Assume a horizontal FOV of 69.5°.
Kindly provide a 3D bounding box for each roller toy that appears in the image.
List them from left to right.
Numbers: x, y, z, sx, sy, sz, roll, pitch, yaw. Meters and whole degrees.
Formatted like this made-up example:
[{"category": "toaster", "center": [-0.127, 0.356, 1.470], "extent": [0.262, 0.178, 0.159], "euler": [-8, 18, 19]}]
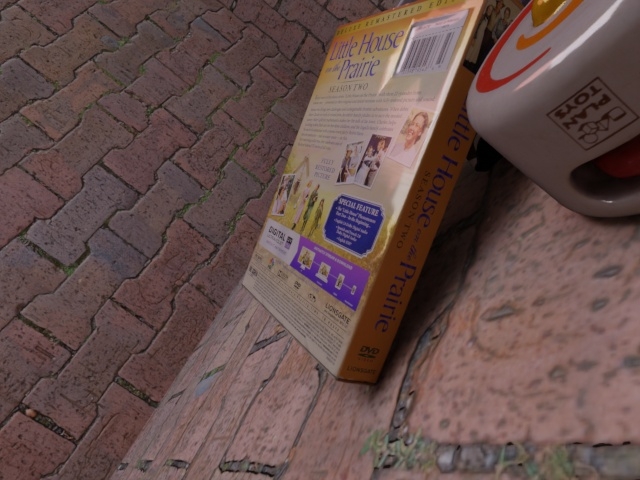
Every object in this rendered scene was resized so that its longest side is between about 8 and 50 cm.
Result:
[{"category": "roller toy", "center": [0.209, -0.127, 0.325], "extent": [0.191, 0.146, 0.209], "euler": [-52, 11, 9]}]

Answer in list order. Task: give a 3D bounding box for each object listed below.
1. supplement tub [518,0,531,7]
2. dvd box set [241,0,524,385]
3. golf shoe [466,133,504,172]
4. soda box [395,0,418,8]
[{"category": "supplement tub", "center": [0.326, -0.335, 0.613], "extent": [0.106, 0.106, 0.198], "euler": [-57, 11, -17]}, {"category": "dvd box set", "center": [0.041, -0.082, 0.589], "extent": [0.307, 0.062, 0.421], "euler": [25, 96, 58]}, {"category": "golf shoe", "center": [0.240, -0.153, 0.523], "extent": [0.198, 0.077, 0.094], "euler": [-53, 18, 46]}, {"category": "soda box", "center": [0.206, -0.266, 0.607], "extent": [0.069, 0.216, 0.074], "euler": [-54, 9, -18]}]
